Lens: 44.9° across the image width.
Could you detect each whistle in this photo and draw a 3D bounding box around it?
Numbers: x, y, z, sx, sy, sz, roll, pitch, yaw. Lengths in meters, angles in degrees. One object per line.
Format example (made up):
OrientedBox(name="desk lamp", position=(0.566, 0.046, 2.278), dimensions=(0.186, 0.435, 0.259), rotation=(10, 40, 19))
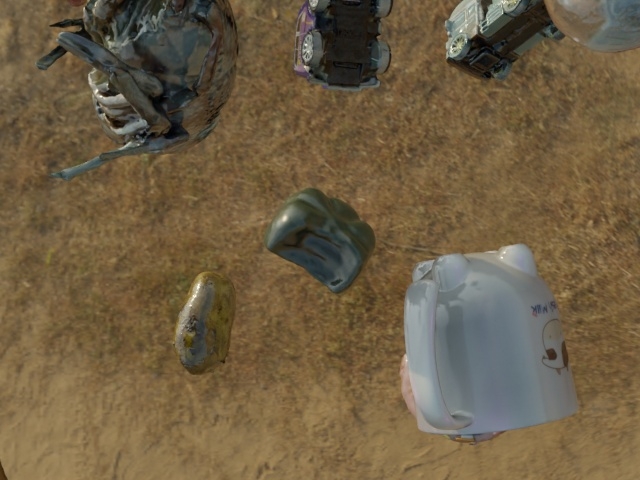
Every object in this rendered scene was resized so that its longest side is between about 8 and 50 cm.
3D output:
OrientedBox(name="whistle", position=(0.388, -0.299, 0.952), dimensions=(0.189, 0.348, 0.189), rotation=(-4, 83, 32))

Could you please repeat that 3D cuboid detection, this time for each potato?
OrientedBox(name="potato", position=(-0.089, 0.063, 0.598), dimensions=(0.040, 0.051, 0.083), rotation=(2, 65, 15))

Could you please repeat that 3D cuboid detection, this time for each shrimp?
OrientedBox(name="shrimp", position=(-0.132, -0.126, 0.580), dimensions=(0.137, 0.372, 0.172), rotation=(5, 79, -2))

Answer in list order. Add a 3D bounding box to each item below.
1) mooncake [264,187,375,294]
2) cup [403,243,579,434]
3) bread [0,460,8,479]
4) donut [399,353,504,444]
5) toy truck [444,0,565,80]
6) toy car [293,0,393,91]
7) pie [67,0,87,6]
OrientedBox(name="mooncake", position=(0.000, 0.000, 1.229), dimensions=(0.104, 0.175, 0.168), rotation=(-51, 42, 38))
OrientedBox(name="cup", position=(0.120, 0.082, 0.647), dimensions=(0.134, 0.173, 0.142), rotation=(-18, 80, 64))
OrientedBox(name="bread", position=(-0.232, 0.003, 0.322), dimensions=(0.138, 0.077, 0.361), rotation=(6, 116, 34))
OrientedBox(name="donut", position=(0.264, 0.257, 1.355), dimensions=(0.233, 0.085, 0.199), rotation=(-24, 62, 2))
OrientedBox(name="toy truck", position=(0.297, -0.356, 1.138), dimensions=(0.257, 0.108, 0.140), rotation=(-34, 47, 49))
OrientedBox(name="toy car", position=(0.030, -0.409, 1.490), dimensions=(0.158, 0.172, 0.235), rotation=(27, 116, 59))
OrientedBox(name="pie", position=(-0.480, -0.549, 1.509), dimensions=(0.182, 0.050, 0.182), rotation=(177, 90, -74))
